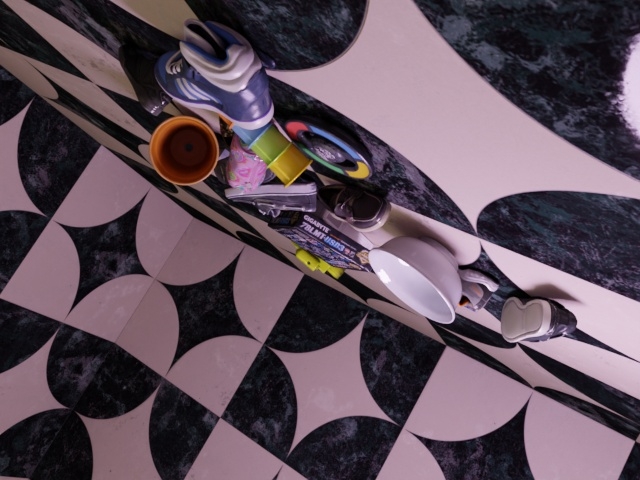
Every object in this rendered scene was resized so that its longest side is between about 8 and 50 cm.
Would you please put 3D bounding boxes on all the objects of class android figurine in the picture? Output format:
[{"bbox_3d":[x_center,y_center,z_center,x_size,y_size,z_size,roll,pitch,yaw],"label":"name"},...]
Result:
[{"bbox_3d":[-0.013,0.023,2.334,0.273,0.056,0.248,41,-152,1],"label":"android figurine"}]

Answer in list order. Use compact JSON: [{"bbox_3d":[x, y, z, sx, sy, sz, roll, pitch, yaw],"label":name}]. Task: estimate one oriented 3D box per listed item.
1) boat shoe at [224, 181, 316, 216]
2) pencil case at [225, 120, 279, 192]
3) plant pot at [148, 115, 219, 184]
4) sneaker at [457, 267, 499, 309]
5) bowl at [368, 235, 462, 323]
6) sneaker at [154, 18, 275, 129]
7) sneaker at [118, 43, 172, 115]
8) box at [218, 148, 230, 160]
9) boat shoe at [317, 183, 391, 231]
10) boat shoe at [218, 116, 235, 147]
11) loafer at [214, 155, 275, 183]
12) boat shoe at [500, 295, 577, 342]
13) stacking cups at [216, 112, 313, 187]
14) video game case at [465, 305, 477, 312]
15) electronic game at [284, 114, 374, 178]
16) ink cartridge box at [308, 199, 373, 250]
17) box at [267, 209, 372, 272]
[{"bbox_3d":[-0.150,-0.120,1.909,0.301,0.102,0.108,0,-169,20],"label":"boat shoe"},{"bbox_3d":[-0.180,-0.218,1.662,0.124,0.124,0.284,31,160,-4],"label":"pencil case"},{"bbox_3d":[-0.417,-0.284,1.979,0.205,0.205,0.188,33,-175,-13],"label":"plant pot"},{"bbox_3d":[0.395,0.133,1.862,0.100,0.108,0.271,33,171,-25],"label":"sneaker"},{"bbox_3d":[0.286,0.083,1.772,0.297,0.134,0.298,39,163,14],"label":"bowl"},{"bbox_3d":[-0.238,-0.365,1.256,0.322,0.130,0.236,31,162,25],"label":"sneaker"},{"bbox_3d":[-0.415,-0.425,1.580,0.228,0.130,0.087,57,-171,29],"label":"sneaker"},{"bbox_3d":[-0.318,-0.261,2.196,0.145,0.038,0.186,37,170,-30],"label":"box"},{"bbox_3d":[0.079,-0.095,1.685,0.092,0.103,0.285,31,177,-30],"label":"boat shoe"},{"bbox_3d":[-0.228,-0.298,1.658,0.073,0.073,0.207,31,169,8],"label":"boat shoe"},{"bbox_3d":[-0.211,-0.235,1.921,0.302,0.095,0.109,1,123,49],"label":"loafer"},{"bbox_3d":[0.576,0.211,1.694,0.112,0.127,0.340,8,167,-2],"label":"boat shoe"},{"bbox_3d":[-0.157,-0.267,1.479,0.316,0.096,0.096,46,168,-6],"label":"stacking cups"},{"bbox_3d":[0.449,0.175,2.156,0.201,0.023,0.183,27,169,16],"label":"video game case"},{"bbox_3d":[0.020,-0.208,1.440,0.229,0.048,0.229,30,171,5],"label":"electronic game"},{"bbox_3d":[0.007,-0.058,2.170,0.261,0.066,0.296,20,165,42],"label":"ink cartridge box"},{"bbox_3d":[0.000,0.000,2.077,0.293,0.073,0.295,30,171,-19],"label":"box"}]
